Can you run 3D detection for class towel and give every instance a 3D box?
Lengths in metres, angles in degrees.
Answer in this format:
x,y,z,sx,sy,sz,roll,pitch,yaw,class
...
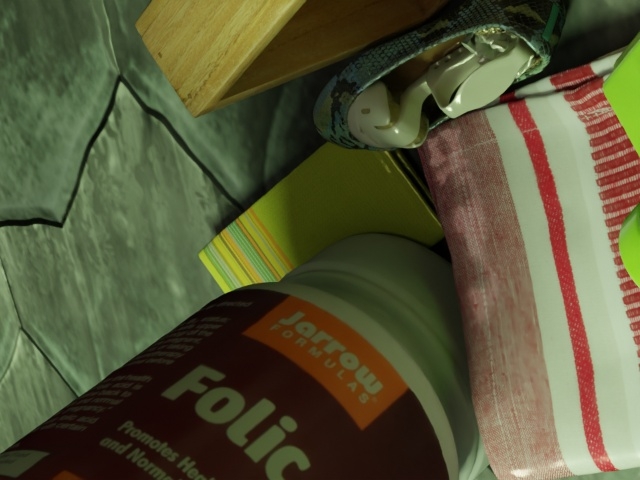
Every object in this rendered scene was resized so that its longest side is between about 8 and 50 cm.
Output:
x,y,z,sx,sy,sz,roll,pitch,yaw,class
0.189,0.007,0.948,0.329,0.037,0.237,-19,82,50,towel
0.000,0.000,1.209,0.102,0.021,0.237,54,139,1,towel

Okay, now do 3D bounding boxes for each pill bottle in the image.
x,y,z,sx,sy,sz,roll,pitch,yaw,class
-0.054,0.164,1.053,0.224,0.392,0.224,23,131,30,pill bottle

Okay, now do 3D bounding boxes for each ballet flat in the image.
x,y,z,sx,sy,sz,roll,pitch,yaw,class
0.064,-0.092,1.009,0.188,0.070,0.070,-33,86,36,ballet flat

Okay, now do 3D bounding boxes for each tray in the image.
x,y,z,sx,sy,sz,roll,pitch,yaw,class
0.077,-0.220,0.852,0.076,0.203,0.411,57,140,7,tray

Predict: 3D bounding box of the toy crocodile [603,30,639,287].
x,y,z,sx,sy,sz,roll,pitch,yaw,class
0.242,0.027,0.800,0.341,0.105,0.115,62,147,25,toy crocodile
